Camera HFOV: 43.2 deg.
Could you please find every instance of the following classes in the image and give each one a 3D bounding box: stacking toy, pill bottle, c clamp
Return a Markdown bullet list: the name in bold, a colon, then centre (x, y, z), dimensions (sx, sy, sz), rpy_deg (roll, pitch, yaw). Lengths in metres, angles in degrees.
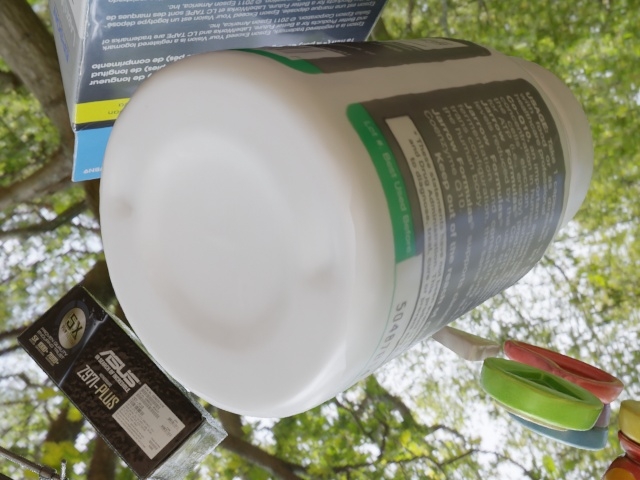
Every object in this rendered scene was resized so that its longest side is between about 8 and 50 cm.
- **stacking toy**: centre (0.273, 0.219, 0.951), dimensions (0.309, 0.280, 0.130), rpy_deg (-145, -108, -72)
- **pill bottle**: centre (0.049, -0.036, 0.565), dimensions (0.204, 0.204, 0.361), rpy_deg (4, -165, 37)
- **c clamp**: centre (-0.396, 0.290, 1.048), dimensions (0.161, 0.137, 0.022), rpy_deg (20, -139, 7)

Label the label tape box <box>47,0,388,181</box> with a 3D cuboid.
- **label tape box**: centre (-0.074, -0.191, 0.608), dimensions (0.241, 0.333, 0.105), rpy_deg (-12, -112, -26)

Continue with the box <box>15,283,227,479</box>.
- **box**: centre (-0.185, 0.144, 0.782), dimensions (0.180, 0.147, 0.077), rpy_deg (43, -103, 14)
